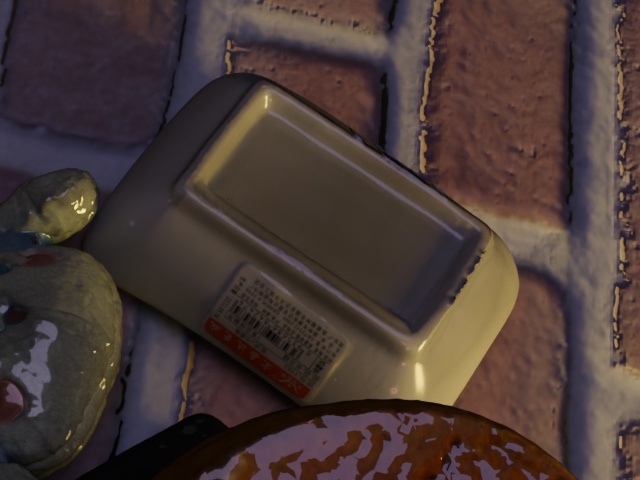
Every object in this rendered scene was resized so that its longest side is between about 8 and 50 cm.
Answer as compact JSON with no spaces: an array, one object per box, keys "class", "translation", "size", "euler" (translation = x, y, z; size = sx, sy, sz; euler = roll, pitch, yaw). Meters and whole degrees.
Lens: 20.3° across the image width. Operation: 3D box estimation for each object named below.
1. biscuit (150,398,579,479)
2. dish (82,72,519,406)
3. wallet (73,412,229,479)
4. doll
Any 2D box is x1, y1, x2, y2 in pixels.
[{"class":"biscuit","translation":[0.052,0.250,0.785],"size":[0.314,0.063,0.367],"euler":[-7,80,-17]},{"class":"dish","translation":[0.000,0.000,0.935],"size":[0.212,0.077,0.151],"euler":[35,58,3]},{"class":"wallet","translation":[-0.102,0.185,0.826],"size":[0.250,0.044,0.149],"euler":[-31,71,-27]},{"class":"doll","translation":[-0.149,0.056,0.862],"size":[0.103,0.071,0.214],"euler":[2,55,8]}]
